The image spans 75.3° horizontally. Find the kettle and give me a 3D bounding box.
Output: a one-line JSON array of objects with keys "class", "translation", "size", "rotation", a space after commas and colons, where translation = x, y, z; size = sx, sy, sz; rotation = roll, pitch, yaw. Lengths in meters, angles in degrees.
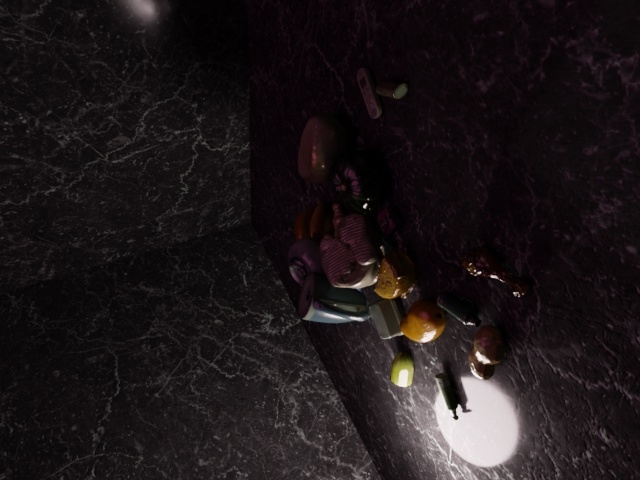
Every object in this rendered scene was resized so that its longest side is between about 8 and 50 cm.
[{"class": "kettle", "translation": [0.090, 0.328, 2.128], "size": [0.319, 0.342, 0.247], "rotation": [-130, 56, -72]}]

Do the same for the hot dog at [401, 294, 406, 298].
[{"class": "hot dog", "translation": [0.397, 0.246, 2.024], "size": [0.037, 0.021, 0.083], "rotation": [-5, 101, 69]}]

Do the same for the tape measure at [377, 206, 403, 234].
[{"class": "tape measure", "translation": [0.314, -0.091, 1.890], "size": [0.118, 0.074, 0.125], "rotation": [64, 155, 21]}]

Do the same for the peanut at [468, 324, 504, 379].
[{"class": "peanut", "translation": [0.609, 0.419, 1.534], "size": [0.117, 0.101, 0.263], "rotation": [-102, 10, -49]}]

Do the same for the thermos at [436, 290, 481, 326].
[{"class": "thermos", "translation": [0.549, 0.269, 1.619], "size": [0.187, 0.083, 0.073], "rotation": [40, 163, 52]}]

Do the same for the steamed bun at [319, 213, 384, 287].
[{"class": "steamed bun", "translation": [0.180, 0.083, 2.076], "size": [0.342, 0.255, 0.368], "rotation": [-30, 50, 27]}]

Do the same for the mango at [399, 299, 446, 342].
[{"class": "mango", "translation": [0.456, 0.359, 1.842], "size": [0.177, 0.120, 0.295], "rotation": [56, 156, 18]}]

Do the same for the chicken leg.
[{"class": "chicken leg", "translation": [0.585, 0.102, 1.391], "size": [0.251, 0.087, 0.107], "rotation": [40, 160, 43]}]

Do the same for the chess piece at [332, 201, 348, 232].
[{"class": "chess piece", "translation": [0.125, -0.063, 2.342], "size": [0.139, 0.124, 0.307], "rotation": [-5, -100, -79]}]

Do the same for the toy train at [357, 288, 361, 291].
[{"class": "toy train", "translation": [0.146, 0.236, 2.380], "size": [0.131, 0.202, 0.300], "rotation": [56, 152, 31]}]

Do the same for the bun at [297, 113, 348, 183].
[{"class": "bun", "translation": [0.018, -0.458, 2.099], "size": [0.365, 0.219, 0.365], "rotation": [-172, 90, -74]}]

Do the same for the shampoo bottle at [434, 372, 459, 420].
[{"class": "shampoo bottle", "translation": [0.580, 0.709, 1.882], "size": [0.065, 0.065, 0.204], "rotation": [-21, 87, 69]}]

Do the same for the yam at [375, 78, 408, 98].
[{"class": "yam", "translation": [0.276, -0.590, 1.609], "size": [0.146, 0.069, 0.070], "rotation": [45, 146, 51]}]

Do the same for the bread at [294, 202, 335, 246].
[{"class": "bread", "translation": [0.024, -0.007, 2.520], "size": [0.245, 0.329, 0.424], "rotation": [-18, 90, 28]}]

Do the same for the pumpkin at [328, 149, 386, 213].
[{"class": "pumpkin", "translation": [0.176, -0.270, 1.920], "size": [0.300, 0.207, 0.300], "rotation": [28, 128, 43]}]

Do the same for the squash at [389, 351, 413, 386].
[{"class": "squash", "translation": [0.424, 0.655, 2.154], "size": [0.123, 0.123, 0.187], "rotation": [41, 140, 53]}]

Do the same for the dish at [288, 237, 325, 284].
[{"class": "dish", "translation": [-0.090, 0.157, 2.346], "size": [0.324, 0.124, 0.324], "rotation": [28, 131, 38]}]

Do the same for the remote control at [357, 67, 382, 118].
[{"class": "remote control", "translation": [0.212, -0.628, 1.768], "size": [0.078, 0.042, 0.221], "rotation": [-24, 83, 69]}]

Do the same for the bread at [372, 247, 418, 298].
[{"class": "bread", "translation": [0.355, 0.172, 1.893], "size": [0.147, 0.160, 0.261], "rotation": [48, 142, 35]}]

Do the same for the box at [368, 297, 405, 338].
[{"class": "box", "translation": [0.347, 0.389, 2.109], "size": [0.210, 0.129, 0.148], "rotation": [70, 158, 8]}]
